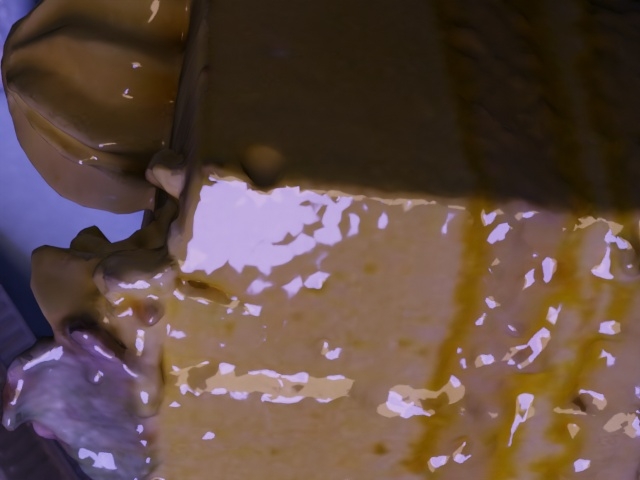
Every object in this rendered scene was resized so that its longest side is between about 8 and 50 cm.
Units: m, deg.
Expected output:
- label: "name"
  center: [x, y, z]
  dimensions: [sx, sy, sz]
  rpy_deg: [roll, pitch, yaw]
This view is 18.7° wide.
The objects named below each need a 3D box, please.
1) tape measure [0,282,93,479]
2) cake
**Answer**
- label: "tape measure"
  center: [-0.225, 0.140, 0.957]
  dimensions: [0.231, 0.133, 0.271]
  rpy_deg: [-32, 96, 24]
- label: "cake"
  center: [0.000, 0.000, 0.838]
  dimensions: [0.286, 0.227, 0.222]
  rpy_deg: [4, 128, -7]
